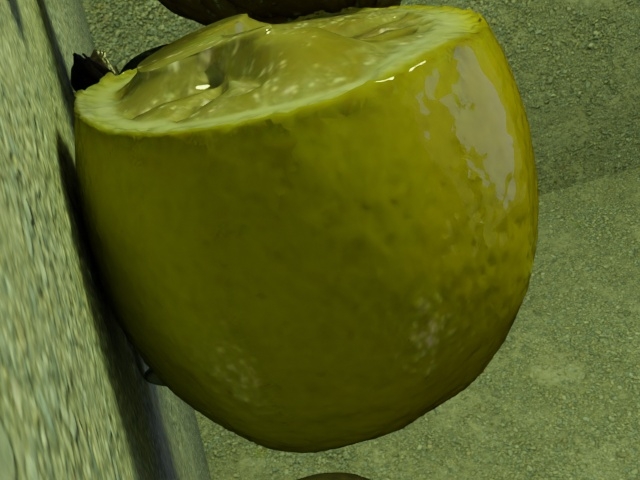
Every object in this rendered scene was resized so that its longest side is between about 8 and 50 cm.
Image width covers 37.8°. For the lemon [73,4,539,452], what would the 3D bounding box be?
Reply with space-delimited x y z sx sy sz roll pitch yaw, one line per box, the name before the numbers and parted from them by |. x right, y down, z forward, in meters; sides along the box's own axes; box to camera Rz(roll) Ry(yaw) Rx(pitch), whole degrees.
lemon | 0.000 0.000 0.713 0.364 0.364 0.365 165 -90 -81

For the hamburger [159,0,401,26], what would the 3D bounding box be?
hamburger | -0.055 -0.274 0.837 0.265 0.284 0.134 93 18 -71

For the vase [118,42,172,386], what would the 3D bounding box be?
vase | -0.120 -0.021 0.934 0.173 0.173 0.321 101 -13 -70

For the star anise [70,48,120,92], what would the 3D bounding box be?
star anise | -0.235 -0.149 1.031 0.129 0.056 0.124 -66 145 -80

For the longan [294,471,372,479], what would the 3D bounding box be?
longan | 0.010 0.440 1.141 0.297 0.297 0.298 165 -90 -81
